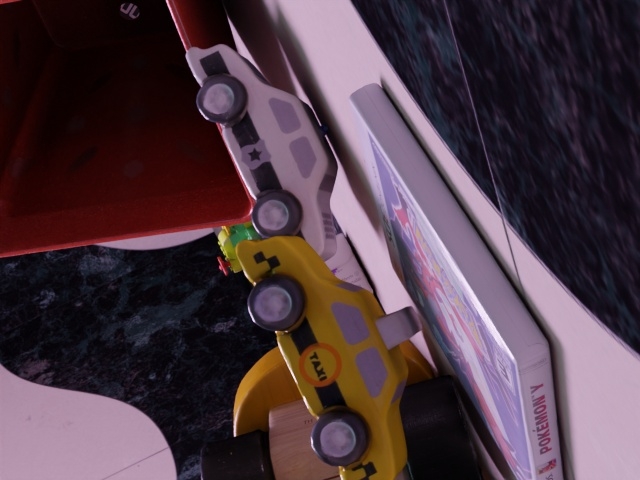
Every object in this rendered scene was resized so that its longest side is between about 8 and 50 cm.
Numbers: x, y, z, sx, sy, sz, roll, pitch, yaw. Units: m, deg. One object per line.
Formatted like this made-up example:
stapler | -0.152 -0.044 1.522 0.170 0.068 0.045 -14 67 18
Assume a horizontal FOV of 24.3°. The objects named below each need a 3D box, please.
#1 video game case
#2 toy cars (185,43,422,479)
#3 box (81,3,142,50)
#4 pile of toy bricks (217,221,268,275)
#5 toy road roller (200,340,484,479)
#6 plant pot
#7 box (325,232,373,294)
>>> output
video game case | 0.079 0.035 0.852 0.201 0.023 0.183 60 173 35
toy cars | 0.000 0.000 1.036 0.176 0.087 0.393 57 -169 -44
box | -0.223 -0.234 1.578 0.242 0.076 0.307 32 176 -6
pile of toy bricks | -0.060 -0.004 1.519 0.118 0.105 0.212 57 171 52
toy road roller | 0.044 0.221 1.173 0.240 0.202 0.329 -97 -11 -69
plant pot | -0.204 -0.172 1.280 0.235 0.267 0.267 -85 -19 -44
box | 0.016 0.086 1.434 0.324 0.067 0.063 77 167 -69
